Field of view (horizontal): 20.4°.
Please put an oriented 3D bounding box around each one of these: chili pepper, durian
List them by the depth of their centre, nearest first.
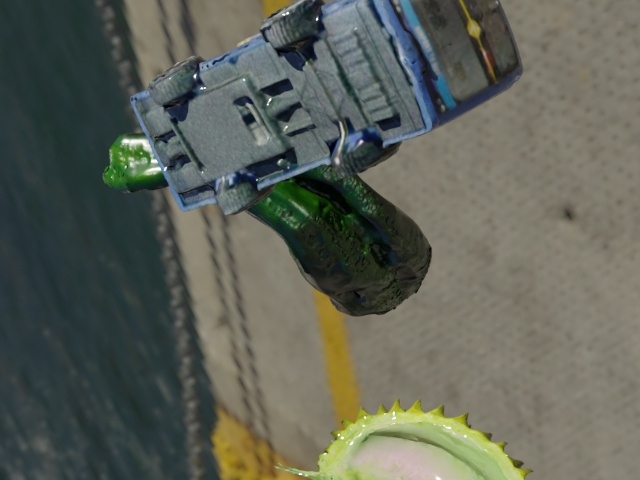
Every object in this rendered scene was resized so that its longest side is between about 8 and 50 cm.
[{"bbox_3d":[0.000,0.000,1.023,0.122,0.065,0.279,16,170,36],"label":"chili pepper"},{"bbox_3d":[0.127,0.290,1.725,0.355,0.169,0.157,50,134,35],"label":"durian"}]

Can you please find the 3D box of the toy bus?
[{"bbox_3d":[-0.003,-0.046,0.538,0.153,0.061,0.051,-16,103,56],"label":"toy bus"}]
